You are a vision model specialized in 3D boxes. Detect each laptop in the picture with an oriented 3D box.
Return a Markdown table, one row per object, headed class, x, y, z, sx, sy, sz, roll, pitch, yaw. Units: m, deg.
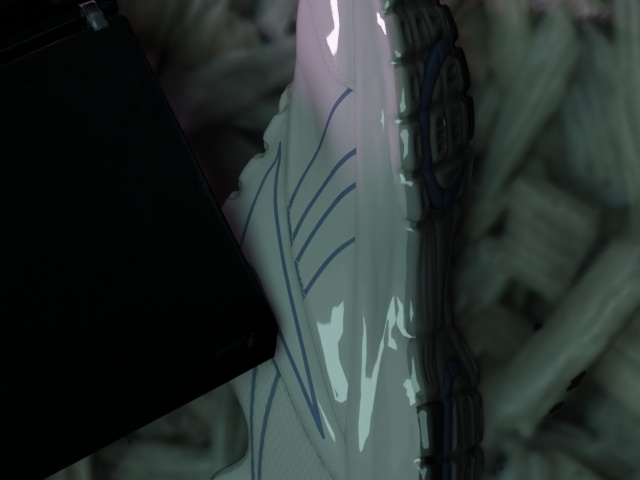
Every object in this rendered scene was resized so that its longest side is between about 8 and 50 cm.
| class | x | y | z | sx | sy | sz | roll | pitch | yaw |
| --- | --- | --- | --- | --- | --- | --- | --- | --- | --- |
| laptop | -0.187 | -0.017 | 0.646 | 0.234 | 0.264 | 0.136 | -27 | 130 | -16 |

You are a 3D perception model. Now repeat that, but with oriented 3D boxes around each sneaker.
| class | x | y | z | sx | sy | sz | roll | pitch | yaw |
| --- | --- | --- | --- | --- | --- | --- | --- | --- | --- |
| sneaker | 0.000 | 0.000 | 0.655 | 0.129 | 0.111 | 0.297 | 1 | 93 | 21 |
